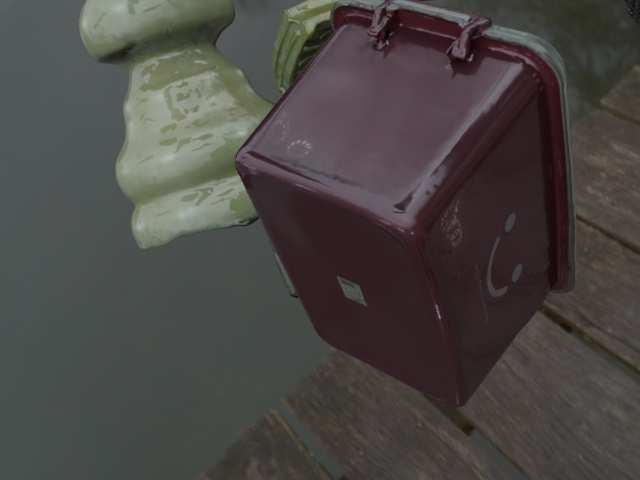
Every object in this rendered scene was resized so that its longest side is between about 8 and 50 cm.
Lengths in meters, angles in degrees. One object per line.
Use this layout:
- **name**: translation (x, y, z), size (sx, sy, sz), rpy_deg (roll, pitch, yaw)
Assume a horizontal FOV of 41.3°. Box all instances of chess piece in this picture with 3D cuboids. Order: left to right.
- **chess piece**: translation (-0.134, -0.173, 0.767), size (0.182, 0.330, 0.182), rpy_deg (-18, 9, 3)

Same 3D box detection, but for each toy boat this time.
- **toy boat**: translation (-0.011, -0.270, 1.227), size (0.111, 0.276, 0.084), rpy_deg (-26, 77, -12)

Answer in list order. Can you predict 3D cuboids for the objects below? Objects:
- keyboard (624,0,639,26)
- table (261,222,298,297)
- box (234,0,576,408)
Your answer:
- **keyboard**: translation (0.417, -0.329, 1.057), size (0.016, 0.262, 0.106), rpy_deg (-30, 68, 5)
- **table**: translation (0.000, 0.000, 1.208), size (0.062, 0.146, 0.175), rpy_deg (-51, 49, 31)
- **box**: translation (0.070, -0.018, 0.644), size (0.193, 0.294, 0.167), rpy_deg (26, 64, 33)
